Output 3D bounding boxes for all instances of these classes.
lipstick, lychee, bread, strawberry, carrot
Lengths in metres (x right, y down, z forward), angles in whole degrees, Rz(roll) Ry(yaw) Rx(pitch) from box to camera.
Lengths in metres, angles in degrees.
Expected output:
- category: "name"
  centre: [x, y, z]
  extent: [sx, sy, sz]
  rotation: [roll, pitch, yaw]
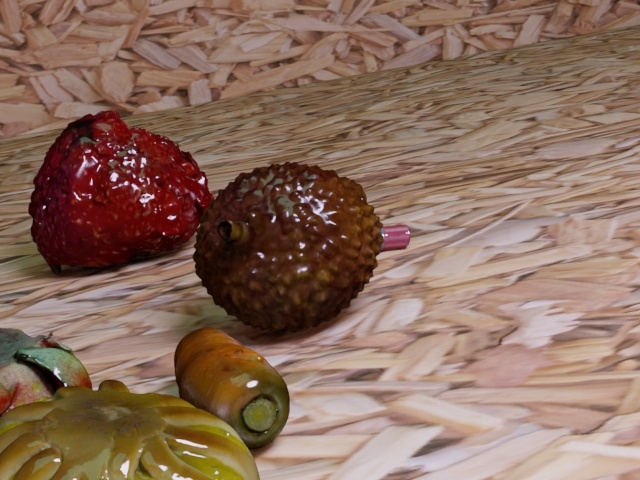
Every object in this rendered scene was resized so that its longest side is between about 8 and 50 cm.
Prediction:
- category: "lipstick"
  centre: [0.000, 0.000, 1.444]
  extent: [0.234, 0.053, 0.053]
  rotation: [-6, 16, 4]
- category: "lychee"
  centre: [-0.036, 0.007, 1.183]
  extent: [0.200, 0.200, 0.238]
  rotation: [-2, -6, 24]
- category: "bread"
  centre: [-0.149, 0.168, 0.782]
  extent: [0.214, 0.104, 0.213]
  rotation: [2, 24, -1]
- category: "strawberry"
  centre: [-0.290, -0.077, 1.570]
  extent: [0.274, 0.220, 0.274]
  rotation: [-10, 19, 3]
- category: "carrot"
  centre: [-0.090, 0.126, 0.987]
  extent: [0.087, 0.087, 0.193]
  rotation: [-15, 14, -20]

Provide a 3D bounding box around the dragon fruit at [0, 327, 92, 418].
- category: "dragon fruit"
  centre: [-0.336, 0.150, 0.938]
  extent: [0.295, 0.130, 0.268]
  rotation: [-2, 17, 23]
